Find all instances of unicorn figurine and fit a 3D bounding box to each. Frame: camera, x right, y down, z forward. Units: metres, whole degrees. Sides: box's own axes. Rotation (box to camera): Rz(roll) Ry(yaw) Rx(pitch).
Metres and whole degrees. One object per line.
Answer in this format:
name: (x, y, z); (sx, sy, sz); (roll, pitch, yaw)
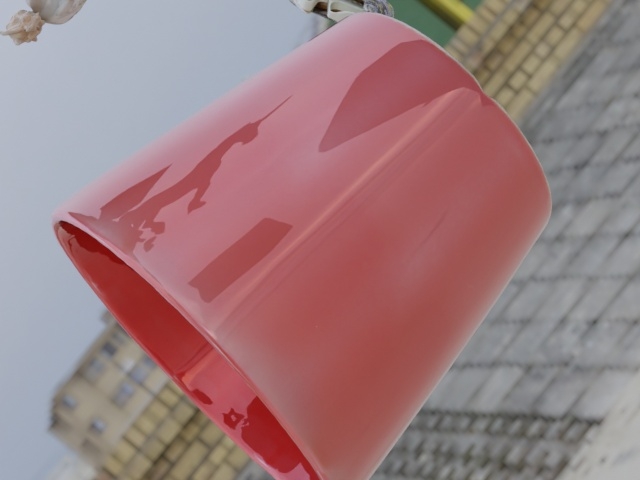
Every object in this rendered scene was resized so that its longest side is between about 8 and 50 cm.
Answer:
unicorn figurine: (-0.125, -0.172, 0.966); (0.162, 0.060, 0.111); (-32, -3, -7)

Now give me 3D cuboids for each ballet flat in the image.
ballet flat: (0.005, -0.204, 1.400); (0.041, 0.114, 0.041); (22, -90, -81)

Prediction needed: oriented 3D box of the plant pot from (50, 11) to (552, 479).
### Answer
plant pot: (0.000, 0.000, 1.078); (0.243, 0.275, 0.275); (-44, -3, -14)
